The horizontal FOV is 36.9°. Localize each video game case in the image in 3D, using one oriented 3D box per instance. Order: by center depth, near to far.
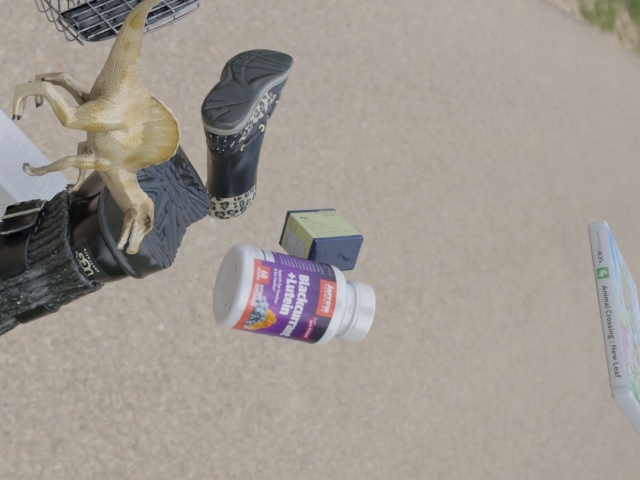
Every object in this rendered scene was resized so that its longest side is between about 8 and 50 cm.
[{"bbox_3d":[0.339,0.105,1.067,0.212,0.023,0.193,41,43,-56],"label":"video game case"}]

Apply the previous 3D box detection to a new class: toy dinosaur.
[{"bbox_3d":[-0.128,-0.077,0.567,0.053,0.092,0.183,-84,-177,-49],"label":"toy dinosaur"}]

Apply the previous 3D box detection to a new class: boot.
[{"bbox_3d":[-0.283,-0.015,1.103,0.131,0.260,0.348,63,13,-14],"label":"boot"},{"bbox_3d":[-0.109,-0.157,1.375,0.236,0.085,0.178,-61,162,-50],"label":"boot"}]

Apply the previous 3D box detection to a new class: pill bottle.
[{"bbox_3d":[-0.032,0.075,1.238,0.193,0.108,0.108,13,56,-23],"label":"pill bottle"}]

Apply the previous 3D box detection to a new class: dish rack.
[{"bbox_3d":[-0.269,-0.324,1.177,0.271,0.208,0.074,44,-28,27],"label":"dish rack"}]

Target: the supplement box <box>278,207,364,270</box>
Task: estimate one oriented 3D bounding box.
[{"bbox_3d":[0.000,0.000,1.353,0.083,0.056,0.083,-4,34,-35],"label":"supplement box"}]

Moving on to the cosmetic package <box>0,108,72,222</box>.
[{"bbox_3d":[-0.421,-0.099,1.187,0.231,0.117,0.085,57,41,-44],"label":"cosmetic package"}]
